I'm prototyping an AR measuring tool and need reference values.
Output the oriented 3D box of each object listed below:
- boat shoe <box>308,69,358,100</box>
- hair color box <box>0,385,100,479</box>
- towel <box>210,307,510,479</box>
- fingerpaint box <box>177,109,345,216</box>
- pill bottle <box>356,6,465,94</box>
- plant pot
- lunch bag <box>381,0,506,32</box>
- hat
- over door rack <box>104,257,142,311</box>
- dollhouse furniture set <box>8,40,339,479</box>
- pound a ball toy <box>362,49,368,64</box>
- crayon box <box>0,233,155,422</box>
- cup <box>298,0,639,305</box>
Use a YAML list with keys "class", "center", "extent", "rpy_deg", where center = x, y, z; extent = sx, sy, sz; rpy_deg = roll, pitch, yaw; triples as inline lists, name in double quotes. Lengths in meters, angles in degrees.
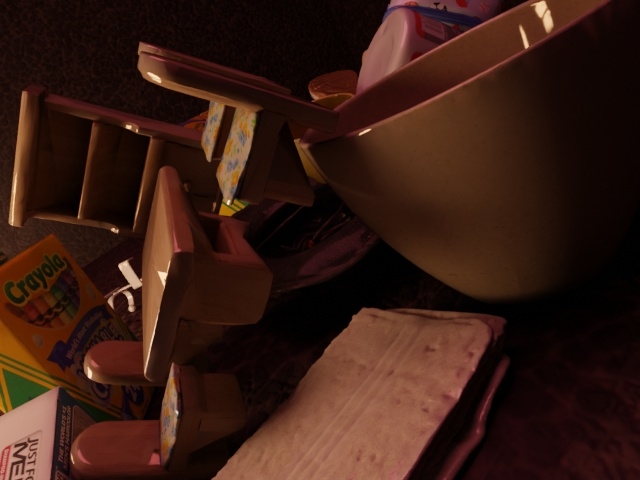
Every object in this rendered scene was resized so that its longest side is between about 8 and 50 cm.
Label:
- class: "boat shoe"
  center: [0.043, -0.249, 0.910]
  extent: [0.098, 0.096, 0.277]
  rpy_deg: [-19, 35, 2]
- class: "hair color box"
  center: [-0.374, 0.303, 0.433]
  extent: [0.347, 0.105, 0.174]
  rpy_deg: [-28, 37, -7]
- class: "towel"
  center: [0.027, 0.160, 0.398]
  extent: [0.282, 0.049, 0.187]
  rpy_deg: [-43, 20, -31]
- class: "fingerpaint box"
  center: [-0.080, -0.190, 1.059]
  extent: [0.370, 0.163, 0.445]
  rpy_deg: [7, 25, 4]
- class: "pill bottle"
  center: [0.210, -0.218, 0.720]
  extent: [0.161, 0.283, 0.161]
  rpy_deg: [-166, 90, -74]
- class: "plant pot"
  center: [0.007, -0.143, 0.710]
  extent: [0.134, 0.095, 0.134]
  rpy_deg: [-19, 34, 13]
- class: "lunch bag"
  center: [0.237, -0.397, 1.004]
  extent: [0.303, 0.243, 0.115]
  rpy_deg: [71, -145, -73]
- class: "hat"
  center: [0.000, 0.000, 0.733]
  extent: [0.331, 0.134, 0.331]
  rpy_deg: [-21, 34, 15]
- class: "over door rack"
  center: [-0.402, 0.122, 1.027]
  extent: [0.239, 0.108, 0.324]
  rpy_deg: [-27, -3, 9]
- class: "dollhouse furniture set"
  center: [-0.210, -0.025, 0.515]
  extent: [0.256, 0.362, 0.394]
  rpy_deg: [9, 21, -24]
- class: "pound a ball toy"
  center: [0.249, -0.266, 0.861]
  extent: [0.319, 0.136, 0.208]
  rpy_deg: [-7, -7, 13]
- class: "crayon box"
  center: [-0.351, 0.126, 0.627]
  extent: [0.083, 0.323, 0.203]
  rpy_deg: [-30, 18, 3]
- class: "cup"
  center: [0.178, -0.077, 0.485]
  extent: [0.331, 0.237, 0.331]
  rpy_deg: [-27, 17, 9]
